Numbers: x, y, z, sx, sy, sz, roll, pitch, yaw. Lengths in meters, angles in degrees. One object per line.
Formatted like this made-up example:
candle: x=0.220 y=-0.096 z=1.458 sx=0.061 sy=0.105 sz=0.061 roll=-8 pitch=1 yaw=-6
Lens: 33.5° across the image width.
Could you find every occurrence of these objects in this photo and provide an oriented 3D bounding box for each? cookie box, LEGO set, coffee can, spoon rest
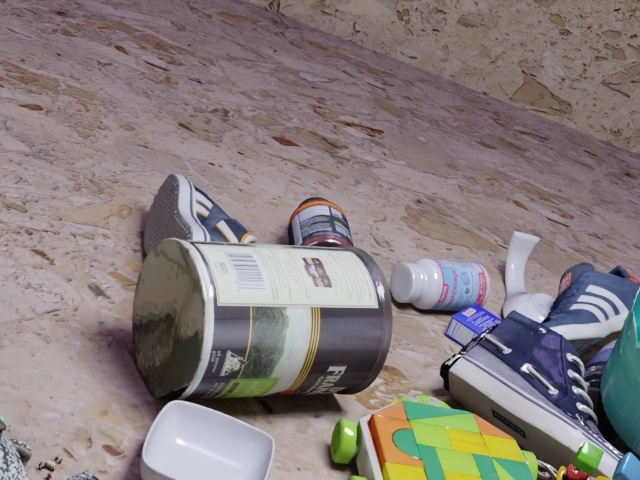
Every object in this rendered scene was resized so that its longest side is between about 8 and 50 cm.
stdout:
cookie box: x=0.271 y=0.155 z=1.737 sx=0.107 sy=0.040 sz=0.091 roll=34 pitch=27 yaw=25
LEGO set: x=-0.263 y=0.252 z=1.124 sx=0.083 sy=0.023 sz=0.054 roll=28 pitch=25 yaw=13
coffee can: x=-0.076 y=0.102 z=1.371 sx=0.275 sy=0.202 sz=0.201 roll=3 pitch=30 yaw=-34
spoon rest: x=0.381 y=0.104 z=1.911 sx=0.137 sy=0.084 sz=0.276 roll=14 pitch=39 yaw=-14

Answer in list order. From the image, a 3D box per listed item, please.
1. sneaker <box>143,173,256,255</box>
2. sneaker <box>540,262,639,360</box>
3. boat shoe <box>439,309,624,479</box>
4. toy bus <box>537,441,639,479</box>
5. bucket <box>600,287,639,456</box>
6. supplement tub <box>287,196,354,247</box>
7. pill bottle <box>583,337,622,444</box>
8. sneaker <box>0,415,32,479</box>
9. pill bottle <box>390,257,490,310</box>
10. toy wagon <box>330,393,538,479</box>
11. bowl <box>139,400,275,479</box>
sneaker: x=-0.180 y=0.004 z=1.587 sx=0.127 sy=0.126 sz=0.321 roll=24 pitch=15 yaw=-24
sneaker: x=0.419 y=0.117 z=1.761 sx=0.350 sy=0.131 sz=0.148 roll=-7 pitch=59 yaw=-42
boat shoe: x=0.339 y=0.225 z=1.473 sx=0.158 sy=0.127 sz=0.340 roll=-41 pitch=57 yaw=-21
toy bus: x=0.351 y=0.353 z=1.308 sx=0.191 sy=0.202 sz=0.104 roll=36 pitch=62 yaw=-4
bucket: x=0.525 y=0.178 z=1.443 sx=0.281 sy=0.183 sz=0.281 roll=4 pitch=49 yaw=-5
supplement tub: x=0.000 y=0.000 z=1.761 sx=0.106 sy=0.106 sz=0.198 roll=16 pitch=24 yaw=-13
pill bottle: x=0.450 y=0.232 z=1.623 sx=0.122 sy=0.123 sz=0.219 roll=32 pitch=27 yaw=22
sneaker: x=-0.386 y=0.192 z=1.076 sx=0.182 sy=0.158 sz=0.410 roll=42 pitch=3 yaw=-44
pill bottle: x=0.200 y=0.074 z=1.789 sx=0.160 sy=0.087 sz=0.087 roll=4 pitch=30 yaw=-32
toy wagon: x=0.148 y=0.277 z=1.330 sx=0.267 sy=0.068 sz=0.344 roll=12 pitch=23 yaw=-12
bowl: x=-0.131 y=0.252 z=1.196 sx=0.142 sy=0.053 sz=0.142 roll=22 pitch=24 yaw=-1
